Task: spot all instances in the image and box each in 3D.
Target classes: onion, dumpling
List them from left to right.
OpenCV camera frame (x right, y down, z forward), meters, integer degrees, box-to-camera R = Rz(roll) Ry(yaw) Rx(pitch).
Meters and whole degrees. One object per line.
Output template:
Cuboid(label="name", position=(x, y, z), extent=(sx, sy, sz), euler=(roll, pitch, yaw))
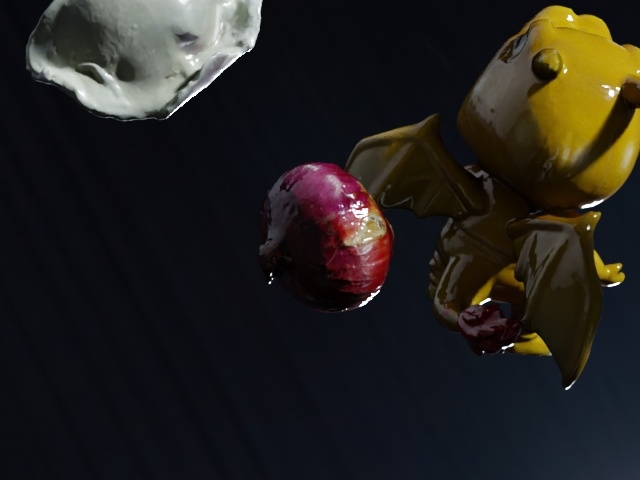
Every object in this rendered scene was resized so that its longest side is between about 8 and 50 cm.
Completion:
Cuboid(label="dumpling", position=(-0.120, -0.151, 1.236), extent=(0.188, 0.127, 0.108), euler=(-30, 164, -12))
Cuboid(label="onion", position=(0.000, 0.000, 1.150), extent=(0.097, 0.107, 0.107), euler=(-29, 160, -28))

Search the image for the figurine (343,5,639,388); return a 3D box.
Cuboid(label="figurine", position=(0.253, -0.051, 1.951), extent=(0.268, 0.401, 0.387), euler=(3, 119, -38))
